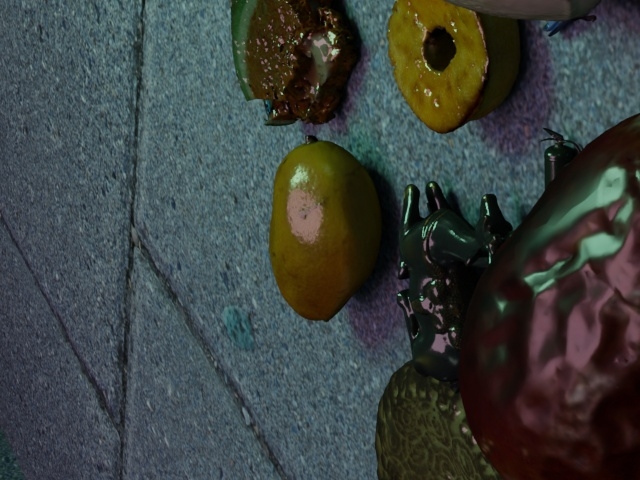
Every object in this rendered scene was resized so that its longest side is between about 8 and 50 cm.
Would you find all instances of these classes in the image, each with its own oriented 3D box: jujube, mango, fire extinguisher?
[{"bbox_3d":[0.219,0.057,1.130,0.223,0.223,0.318,57,142,34],"label":"jujube"},{"bbox_3d":[0.000,0.000,1.661,0.147,0.109,0.227,49,147,37],"label":"mango"},{"bbox_3d":[0.200,-0.052,1.310,0.038,0.025,0.083,5,114,24],"label":"fire extinguisher"}]

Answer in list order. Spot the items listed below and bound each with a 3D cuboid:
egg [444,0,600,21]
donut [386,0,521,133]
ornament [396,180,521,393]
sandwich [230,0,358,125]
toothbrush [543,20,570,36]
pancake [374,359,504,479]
[{"bbox_3d":[0.086,-0.300,1.121,0.337,0.201,0.337,167,90,-83],"label":"egg"},{"bbox_3d":[0.118,-0.169,1.373,0.152,0.058,0.152,41,139,49],"label":"donut"},{"bbox_3d":[0.149,0.054,1.411,0.236,0.080,0.202,11,110,63],"label":"ornament"},{"bbox_3d":[-0.037,-0.204,1.655,0.159,0.079,0.235,61,152,28],"label":"sandwich"},{"bbox_3d":[0.236,-0.253,1.103,0.413,0.042,0.035,124,132,-61],"label":"toothbrush"},{"bbox_3d":[0.135,0.255,1.622,0.286,0.033,0.288,47,144,43],"label":"pancake"}]
